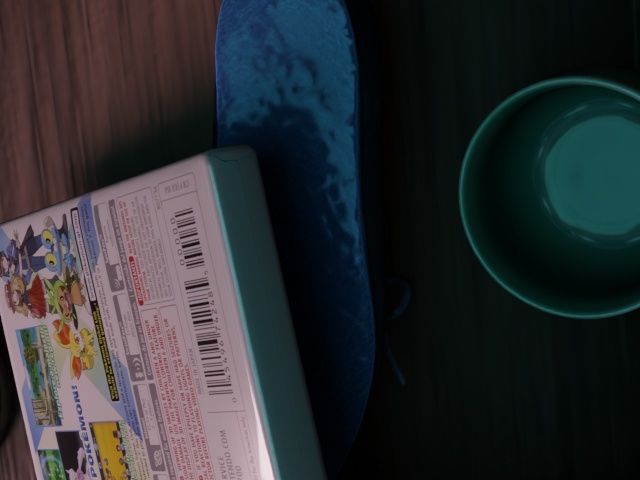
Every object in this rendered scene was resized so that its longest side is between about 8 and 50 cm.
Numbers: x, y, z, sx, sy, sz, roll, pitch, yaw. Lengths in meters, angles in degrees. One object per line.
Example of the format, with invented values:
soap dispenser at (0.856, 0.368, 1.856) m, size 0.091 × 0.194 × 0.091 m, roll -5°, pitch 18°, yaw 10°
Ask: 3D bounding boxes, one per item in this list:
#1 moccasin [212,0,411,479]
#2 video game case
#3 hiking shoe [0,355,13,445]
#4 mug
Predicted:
moccasin at (0.000, 0.000, 0.794) m, size 0.137 × 0.117 × 0.342 m, roll 13°, pitch 108°, yaw 12°
video game case at (-0.095, 0.130, 0.784) m, size 0.300 × 0.036 × 0.329 m, roll -12°, pitch 91°, yaw 53°
hiking shoe at (-0.300, 0.160, 0.954) m, size 0.086 × 0.114 × 0.227 m, roll 32°, pitch 112°, yaw 13°
mug at (0.162, -0.024, 0.726) m, size 0.157 × 0.097 × 0.129 m, roll 33°, pitch 112°, yaw 13°
